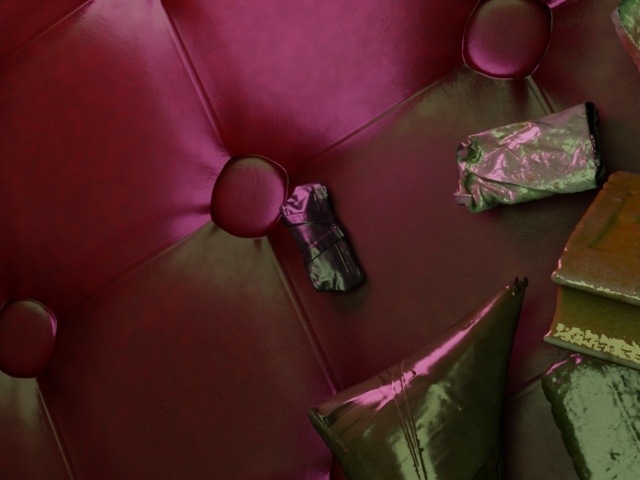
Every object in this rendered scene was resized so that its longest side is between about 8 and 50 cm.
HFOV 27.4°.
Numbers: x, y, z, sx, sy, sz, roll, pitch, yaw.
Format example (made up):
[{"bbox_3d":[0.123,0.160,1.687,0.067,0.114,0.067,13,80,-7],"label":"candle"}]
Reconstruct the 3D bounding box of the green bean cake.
[{"bbox_3d":[0.441,0.242,1.827,0.222,0.125,0.248,-27,74,16],"label":"green bean cake"}]

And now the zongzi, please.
[{"bbox_3d":[0.239,0.332,1.876,0.418,0.181,0.447,-39,70,13],"label":"zongzi"}]

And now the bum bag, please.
[{"bbox_3d":[0.000,0.000,2.107,0.087,0.049,0.198,-22,71,-6],"label":"bum bag"}]

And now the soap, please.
[{"bbox_3d":[0.494,0.058,1.742,0.335,0.293,0.156,18,126,26],"label":"soap"}]

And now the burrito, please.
[{"bbox_3d":[0.311,-0.115,1.966,0.228,0.089,0.144,-13,62,21],"label":"burrito"}]

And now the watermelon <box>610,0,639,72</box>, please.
[{"bbox_3d":[0.545,-0.270,1.876,0.192,0.140,0.257,-26,81,13],"label":"watermelon"}]
